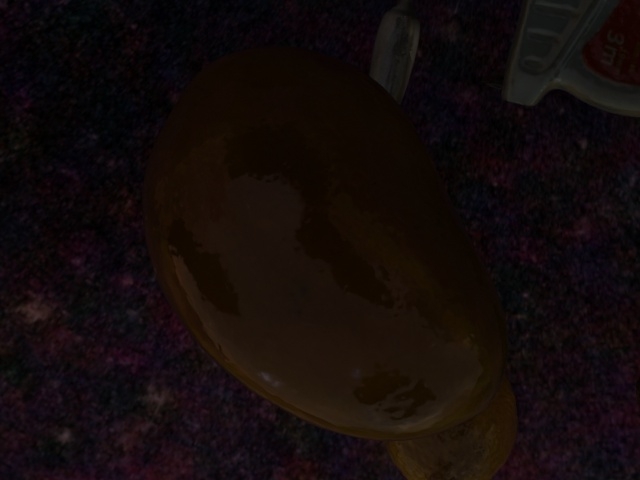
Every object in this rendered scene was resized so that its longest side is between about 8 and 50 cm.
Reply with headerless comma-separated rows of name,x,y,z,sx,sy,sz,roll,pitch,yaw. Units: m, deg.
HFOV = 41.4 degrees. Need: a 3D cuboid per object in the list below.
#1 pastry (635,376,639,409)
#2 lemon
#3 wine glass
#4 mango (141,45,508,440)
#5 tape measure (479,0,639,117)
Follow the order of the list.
pastry,0.355,0.078,0.688,0.100,0.229,0.218,46,109,20
lemon,0.183,0.248,1.189,0.188,0.257,0.188,10,124,15
wine glass,0.114,-0.311,1.182,0.074,0.074,0.262,13,98,5
mango,-0.007,0.000,0.488,0.175,0.254,0.139,-21,152,-8
tape measure,0.286,-0.227,0.734,0.246,0.125,0.243,18,121,19
